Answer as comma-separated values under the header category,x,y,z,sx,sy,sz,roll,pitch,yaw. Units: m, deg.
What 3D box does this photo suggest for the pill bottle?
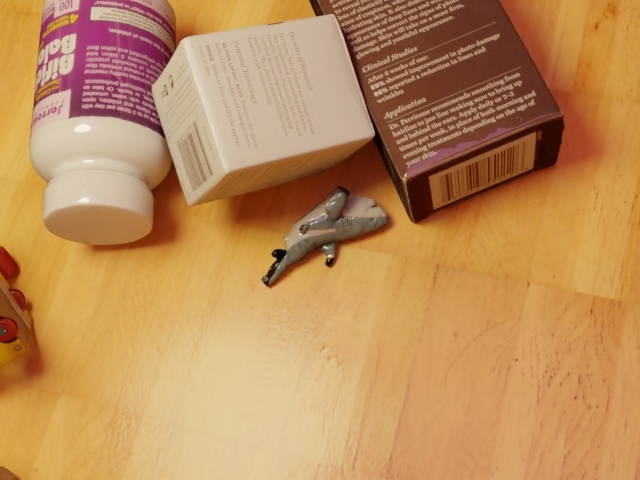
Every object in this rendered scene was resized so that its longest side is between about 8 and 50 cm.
category,x,y,z,sx,sy,sz,roll,pitch,yaw
pill bottle,-0.262,-0.155,1.122,0.169,0.169,0.301,-6,67,8

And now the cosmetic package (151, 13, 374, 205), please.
category,x,y,z,sx,sy,sz,roll,pitch,yaw
cosmetic package,-0.068,-0.144,1.040,0.184,0.151,0.151,-16,85,-27

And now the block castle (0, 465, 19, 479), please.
category,x,y,z,sx,sy,sz,roll,pitch,yaw
block castle,-0.420,0.440,0.891,0.303,0.213,0.453,-21,66,2

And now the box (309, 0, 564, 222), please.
category,x,y,z,sx,sy,sz,roll,pitch,yaw
box,0.116,-0.233,1.104,0.191,0.143,0.381,-22,68,2

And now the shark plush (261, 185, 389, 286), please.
category,x,y,z,sx,sy,sz,roll,pitch,yaw
shark plush,0.000,0.000,1.078,0.161,0.073,0.067,-39,97,-11

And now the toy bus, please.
category,x,y,z,sx,sy,sz,roll,pitch,yaw
toy bus,-0.417,0.060,1.053,0.104,0.191,0.202,-28,67,-2
